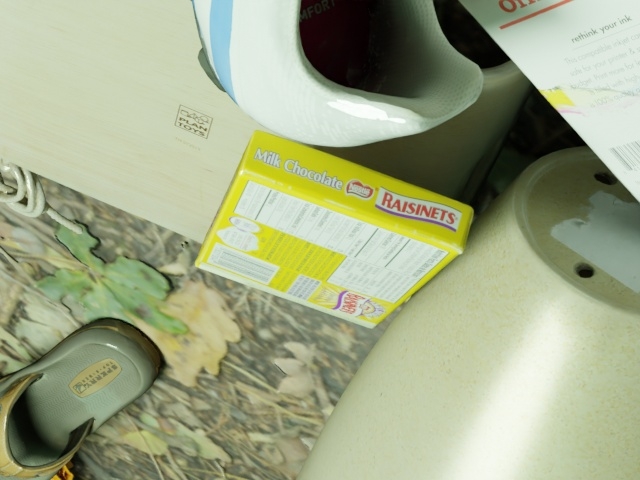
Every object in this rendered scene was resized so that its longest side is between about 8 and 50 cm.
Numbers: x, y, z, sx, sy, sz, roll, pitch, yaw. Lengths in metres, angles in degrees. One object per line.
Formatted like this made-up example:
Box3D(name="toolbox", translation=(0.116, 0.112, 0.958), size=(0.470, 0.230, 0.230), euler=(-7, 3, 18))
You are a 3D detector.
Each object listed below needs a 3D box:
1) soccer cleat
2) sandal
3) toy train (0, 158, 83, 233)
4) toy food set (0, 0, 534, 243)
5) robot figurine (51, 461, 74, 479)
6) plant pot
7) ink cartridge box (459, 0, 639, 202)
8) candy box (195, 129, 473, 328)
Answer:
Box3D(name="soccer cleat", translation=(-0.018, -0.187, 0.707), size=(0.143, 0.116, 0.331), euler=(16, 134, 52))
Box3D(name="sandal", translation=(-0.200, 0.137, 1.327), size=(0.219, 0.060, 0.090), euler=(-34, 115, 32))
Box3D(name="toy train", translation=(-0.224, -0.047, 1.060), size=(0.105, 0.143, 0.248), euler=(-33, 120, 20))
Box3D(name="toy food set", translation=(-0.049, -0.096, 0.944), size=(0.306, 0.092, 0.220), euler=(22, 147, 0))
Box3D(name="robot figurine", translation=(-0.327, 0.166, 1.507), size=(0.291, 0.085, 0.211), euler=(4, 138, 37))
Box3D(name="plant pot", translation=(0.124, 0.097, 0.926), size=(0.256, 0.256, 0.274), euler=(25, 131, 11))
Box3D(name="ink cartridge box", translation=(0.143, -0.101, 0.779), size=(0.198, 0.067, 0.115), euler=(45, 146, -21))
Box3D(name="candy box", translation=(0.000, 0.000, 0.883), size=(0.105, 0.027, 0.206), euler=(18, 165, -6))
